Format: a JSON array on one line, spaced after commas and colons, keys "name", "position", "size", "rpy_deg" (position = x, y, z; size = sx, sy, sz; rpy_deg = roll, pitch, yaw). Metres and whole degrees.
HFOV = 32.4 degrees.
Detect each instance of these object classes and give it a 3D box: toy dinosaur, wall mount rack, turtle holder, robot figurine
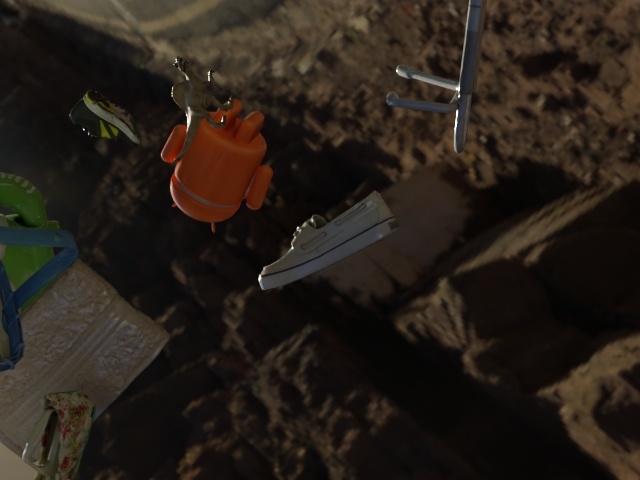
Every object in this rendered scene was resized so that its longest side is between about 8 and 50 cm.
[{"name": "toy dinosaur", "position": [-0.182, -0.203, 1.667], "size": [0.092, 0.053, 0.183], "rpy_deg": [12, 130, 12]}, {"name": "wall mount rack", "position": [0.162, -0.308, 1.515], "size": [0.130, 0.350, 0.304], "rpy_deg": [8, -162, 8]}, {"name": "turtle holder", "position": [-0.491, 0.065, 1.670], "size": [0.320, 0.227, 0.243], "rpy_deg": [106, 149, -46]}, {"name": "robot figurine", "position": [-0.171, -0.123, 1.809], "size": [0.158, 0.219, 0.128], "rpy_deg": [10, -149, -32]}]

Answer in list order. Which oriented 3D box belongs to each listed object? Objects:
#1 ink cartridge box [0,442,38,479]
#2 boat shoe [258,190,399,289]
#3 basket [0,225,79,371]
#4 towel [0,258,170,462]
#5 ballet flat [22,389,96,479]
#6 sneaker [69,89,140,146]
[{"name": "ink cartridge box", "position": [-0.582, 0.445, 1.862], "size": [0.197, 0.198, 0.270], "rpy_deg": [52, 144, -14]}, {"name": "boat shoe", "position": [0.000, 0.000, 1.852], "size": [0.088, 0.267, 0.096], "rpy_deg": [64, -153, 0]}, {"name": "basket", "position": [-0.458, 0.067, 1.294], "size": [0.254, 0.289, 0.201], "rpy_deg": [11, -128, -52]}, {"name": "towel", "position": [-0.377, 0.179, 1.579], "size": [0.187, 0.282, 0.049], "rpy_deg": [43, -176, -20]}, {"name": "ballet flat", "position": [-0.362, 0.311, 1.454], "size": [0.077, 0.241, 0.091], "rpy_deg": [24, 155, -36]}, {"name": "sneaker", "position": [-0.198, -0.108, 1.015], "size": [0.083, 0.035, 0.031], "rpy_deg": [42, -158, -52]}]
